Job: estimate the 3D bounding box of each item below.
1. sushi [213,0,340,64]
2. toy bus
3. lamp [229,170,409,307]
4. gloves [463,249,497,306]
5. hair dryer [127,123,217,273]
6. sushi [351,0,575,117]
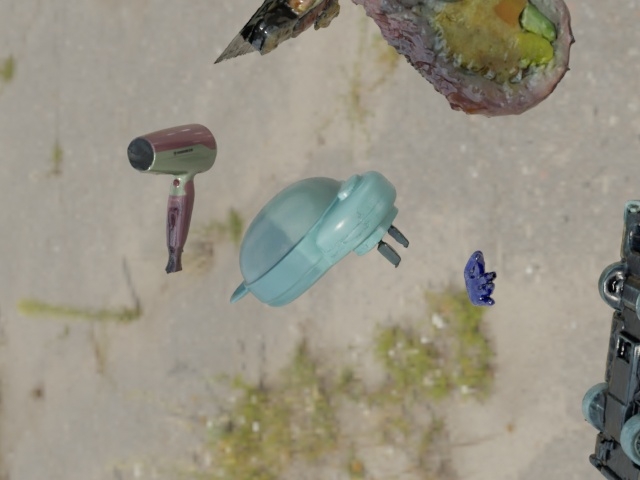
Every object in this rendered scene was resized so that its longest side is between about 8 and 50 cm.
[{"bbox_3d":[-0.006,-0.199,1.126,0.031,0.201,0.139,43,111,2],"label":"sushi"},{"bbox_3d":[0.360,0.104,1.286,0.138,0.167,0.275,-134,48,-78],"label":"toy bus"},{"bbox_3d":[-0.008,-0.009,1.889,0.284,0.209,0.147,-14,120,35],"label":"lamp"},{"bbox_3d":[0.177,0.043,1.479,0.086,0.026,0.064,140,118,-84],"label":"gloves"},{"bbox_3d":[-0.152,-0.041,1.396,0.054,0.106,0.154,4,104,31],"label":"hair dryer"},{"bbox_3d":[0.156,-0.209,1.434,0.107,0.241,0.161,-160,63,-63],"label":"sushi"}]
